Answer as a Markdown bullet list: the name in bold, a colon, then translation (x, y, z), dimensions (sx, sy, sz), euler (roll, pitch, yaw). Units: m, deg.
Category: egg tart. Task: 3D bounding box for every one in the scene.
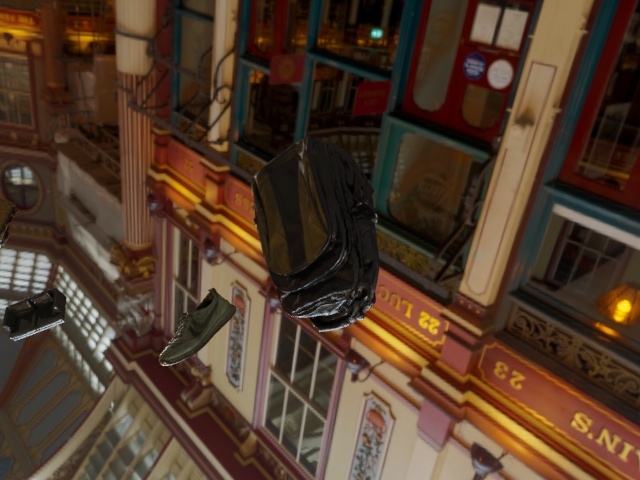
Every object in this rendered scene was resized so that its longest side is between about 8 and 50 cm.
- **egg tart**: translation (-0.897, -0.030, 1.490), dimensions (0.170, 0.215, 0.215), euler (30, -166, -31)

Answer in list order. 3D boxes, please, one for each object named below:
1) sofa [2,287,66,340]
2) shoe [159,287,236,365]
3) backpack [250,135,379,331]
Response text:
- **sofa**: translation (-0.714, 0.181, 1.438), dimensions (0.147, 0.060, 0.085), euler (-20, -130, 5)
- **shoe**: translation (-0.355, 0.244, 1.624), dimensions (0.103, 0.098, 0.275), euler (-24, -163, 44)
- **backpack**: translation (0.000, 0.000, 0.820), dimensions (0.133, 0.206, 0.258), euler (12, -122, -39)
